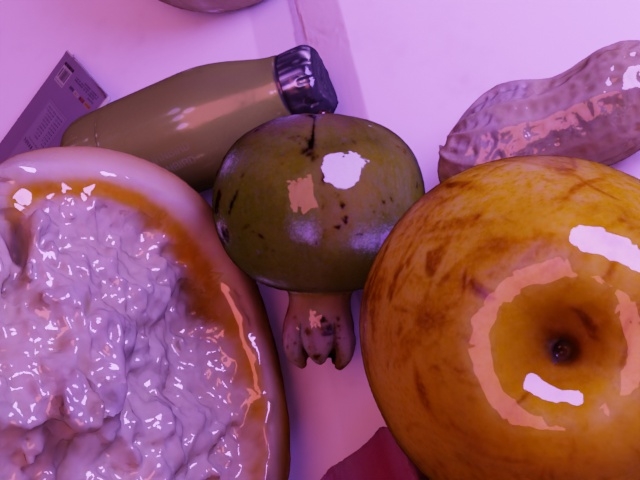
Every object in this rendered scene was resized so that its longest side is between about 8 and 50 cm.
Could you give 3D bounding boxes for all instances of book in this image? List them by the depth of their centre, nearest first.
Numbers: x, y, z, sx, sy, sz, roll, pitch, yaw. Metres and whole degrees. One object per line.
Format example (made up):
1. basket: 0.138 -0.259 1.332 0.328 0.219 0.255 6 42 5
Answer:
1. book: -0.295 -0.104 1.004 0.181 0.014 0.127 -53 45 6

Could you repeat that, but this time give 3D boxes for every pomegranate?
1. pomegranate: 0.012 -0.009 0.797 0.179 0.179 0.210 -25 102 17

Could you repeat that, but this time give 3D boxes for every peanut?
1. peanut: 0.195 -0.095 0.777 0.214 0.090 0.098 -21 43 17

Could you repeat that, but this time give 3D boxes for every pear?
1. pear: 0.160 0.069 0.659 0.281 0.281 0.280 -5 78 22

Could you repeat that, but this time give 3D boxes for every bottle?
1. bottle: -0.112 -0.105 0.895 0.260 0.112 0.112 -19 73 18

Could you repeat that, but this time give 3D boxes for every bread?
1. bread: -0.199 0.140 0.762 0.245 0.329 0.424 -17 70 27

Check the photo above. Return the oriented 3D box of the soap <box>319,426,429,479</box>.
1. soap: 0.084 0.249 0.711 0.099 0.162 0.250 -42 36 15

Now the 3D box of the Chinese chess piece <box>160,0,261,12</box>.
1. Chinese chess piece: -0.106 -0.355 0.946 0.257 0.104 0.257 -4 79 22
